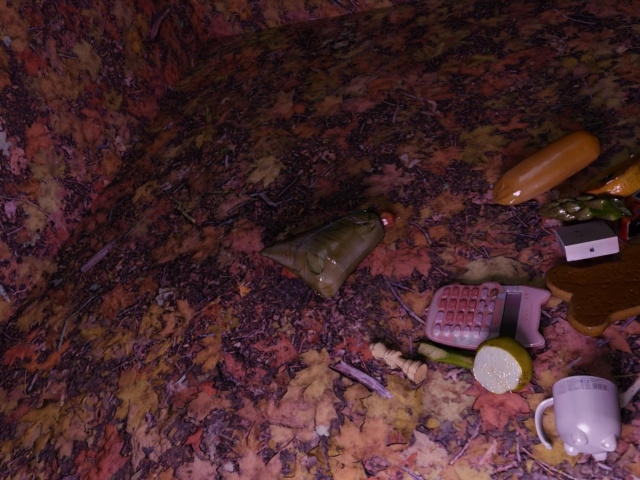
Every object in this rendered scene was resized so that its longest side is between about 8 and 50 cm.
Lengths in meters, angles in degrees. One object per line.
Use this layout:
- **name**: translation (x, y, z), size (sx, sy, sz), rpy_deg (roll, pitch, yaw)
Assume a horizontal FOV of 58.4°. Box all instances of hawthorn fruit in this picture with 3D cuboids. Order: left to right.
- **hawthorn fruit**: translation (0.231, -0.073, 1.893), size (0.103, 0.066, 0.066), rpy_deg (-5, 46, 4)

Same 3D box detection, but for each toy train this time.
- **toy train**: translation (0.970, -0.149, 1.603), size (0.410, 0.086, 0.089), rpy_deg (-35, 43, -10)

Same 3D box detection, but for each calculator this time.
- **calculator**: translation (0.438, 0.203, 1.541), size (0.330, 0.048, 0.220), rpy_deg (1, 51, 29)

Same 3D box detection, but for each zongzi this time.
- **zongzi**: translation (0.000, 0.000, 1.869), size (0.323, 0.159, 0.361), rpy_deg (-42, 39, -25)

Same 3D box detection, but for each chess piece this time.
- **chess piece**: translation (0.200, 0.319, 1.532), size (0.172, 0.060, 0.060), rpy_deg (22, 61, 41)

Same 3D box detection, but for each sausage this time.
- **sausage**: translation (0.694, -0.221, 1.785), size (0.354, 0.116, 0.134), rpy_deg (-32, 53, -1)

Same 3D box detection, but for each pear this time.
- **pear**: translation (0.449, 0.299, 1.394), size (0.141, 0.140, 0.104), rpy_deg (22, 20, 38)

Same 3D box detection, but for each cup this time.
- **cup**: translation (0.556, 0.387, 1.243), size (0.174, 0.134, 0.141), rpy_deg (-2, 50, 21)

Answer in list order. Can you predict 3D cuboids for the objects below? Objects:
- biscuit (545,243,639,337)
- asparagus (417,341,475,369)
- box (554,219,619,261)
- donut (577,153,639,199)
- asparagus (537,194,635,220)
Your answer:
- **biscuit**: translation (0.814, 0.119, 1.430), size (0.433, 0.064, 0.283), rpy_deg (-16, 34, 8)
- **asparagus**: translation (0.333, 0.301, 1.496), size (0.179, 0.041, 0.045), rpy_deg (9, 45, 32)
- **box**: translation (0.724, 0.000, 1.564), size (0.130, 0.051, 0.130), rpy_deg (-12, 19, 14)
- **donut**: translation (0.837, -0.161, 1.631), size (0.174, 0.074, 0.190), rpy_deg (-39, 3, -43)
- **asparagus**: translation (0.737, -0.092, 1.619), size (0.080, 0.080, 0.287), rpy_deg (-50, 22, -24)
